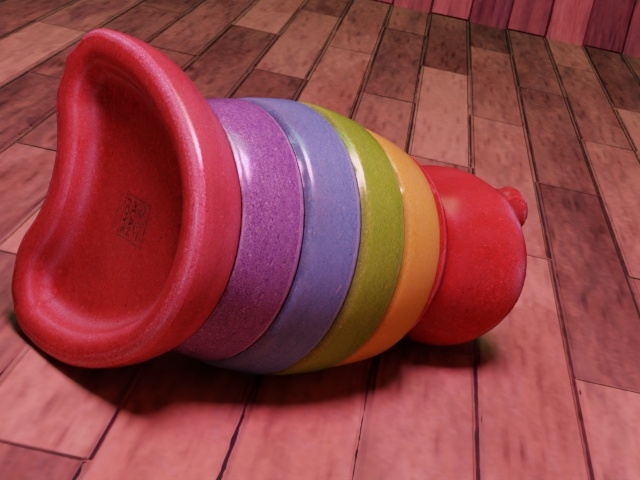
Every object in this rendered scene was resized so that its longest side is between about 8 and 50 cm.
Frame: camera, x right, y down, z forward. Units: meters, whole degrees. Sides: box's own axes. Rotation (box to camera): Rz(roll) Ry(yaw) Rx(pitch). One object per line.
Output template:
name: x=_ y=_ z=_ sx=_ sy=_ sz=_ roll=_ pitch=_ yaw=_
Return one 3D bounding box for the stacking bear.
stacking bear: x=0.000 y=0.000 z=0.837 sx=0.289 sy=0.175 sz=0.164 roll=7 pitch=14 yaw=-41
